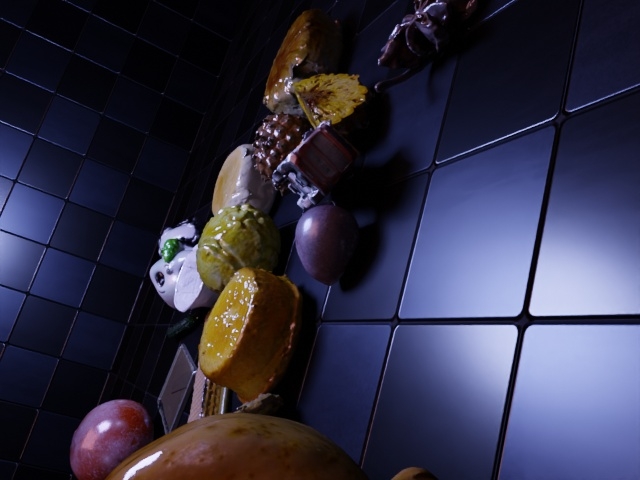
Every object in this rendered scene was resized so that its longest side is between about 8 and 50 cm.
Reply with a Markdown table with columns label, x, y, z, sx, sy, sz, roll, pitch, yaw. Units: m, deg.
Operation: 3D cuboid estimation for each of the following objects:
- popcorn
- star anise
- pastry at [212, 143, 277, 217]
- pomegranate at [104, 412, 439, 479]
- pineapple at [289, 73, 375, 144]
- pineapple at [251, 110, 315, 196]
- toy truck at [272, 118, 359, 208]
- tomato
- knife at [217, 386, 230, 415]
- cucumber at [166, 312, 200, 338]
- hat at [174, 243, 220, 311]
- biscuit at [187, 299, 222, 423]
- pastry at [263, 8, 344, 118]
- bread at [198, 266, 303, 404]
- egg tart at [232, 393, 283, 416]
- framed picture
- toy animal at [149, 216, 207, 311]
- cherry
| label | x | y | z | sx | sy | sz | roll | pitch | yaw |
| --- | --- | --- | --- | --- | --- | --- | --- | --- | --- |
| popcorn | -0.192 | 0.025 | 1.402 | 0.204 | 0.183 | 0.221 | 12 | 75 | 37 |
| star anise | 0.179 | -0.358 | 1.034 | 0.231 | 0.089 | 0.209 | -50 | 15 | 25 |
| pastry | -0.204 | -0.141 | 1.639 | 0.265 | 0.133 | 0.265 | -48 | 30 | 40 |
| pomegranate | -0.049 | 0.347 | 0.589 | 0.410 | 0.410 | 0.410 | -49 | 29 | 38 |
| pineapple | 0.048 | -0.257 | 1.252 | 0.139 | 0.164 | 0.250 | -27 | 31 | -4 |
| pineapple | -0.084 | -0.197 | 1.387 | 0.166 | 0.166 | 0.193 | -16 | 72 | 62 |
| toy truck | -0.011 | -0.140 | 1.133 | 0.135 | 0.114 | 0.270 | -48 | 7 | -6 |
| tomato | -0.614 | 0.603 | 1.748 | 0.270 | 0.227 | 0.270 | -47 | 32 | 43 |
| knife | -0.216 | 0.428 | 1.268 | 0.061 | 0.027 | 0.343 | -54 | 23 | 31 |
| cucumber | -0.437 | 0.275 | 1.897 | 0.256 | 0.043 | 0.044 | -34 | 44 | 52 |
| hat | -0.303 | 0.118 | 1.618 | 0.203 | 0.126 | 0.203 | -39 | 39 | 41 |
| biscuit | -0.269 | 0.326 | 1.449 | 0.094 | 0.054 | 0.379 | -50 | 28 | 38 |
| pastry | -0.054 | -0.459 | 1.594 | 0.330 | 0.136 | 0.330 | -48 | 30 | 41 |
| bread | -0.132 | 0.179 | 1.160 | 0.268 | 0.145 | 0.269 | -43 | 34 | 38 |
| egg tart | -0.169 | 0.373 | 1.010 | 0.118 | 0.288 | 0.288 | 49 | 125 | 16 |
| framed picture | -0.426 | 0.435 | 1.753 | 0.209 | 0.019 | 0.281 | -67 | 22 | 0 |
| toy animal | -0.404 | 0.072 | 1.794 | 0.212 | 0.212 | 0.267 | -51 | 24 | 35 |
| cherry | 0.003 | 0.007 | 1.085 | 0.148 | 0.115 | 0.188 | 68 | 158 | 1 |
